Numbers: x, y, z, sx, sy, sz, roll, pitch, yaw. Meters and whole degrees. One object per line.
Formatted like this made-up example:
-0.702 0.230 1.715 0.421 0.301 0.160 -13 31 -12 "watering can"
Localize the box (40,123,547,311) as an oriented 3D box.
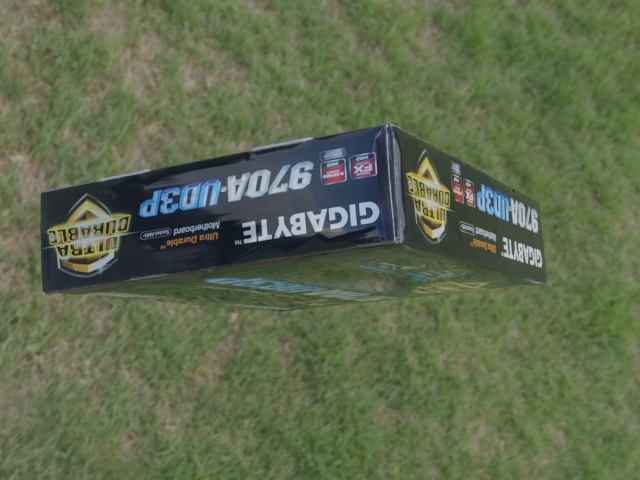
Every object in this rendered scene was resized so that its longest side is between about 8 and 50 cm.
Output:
0.000 0.000 0.522 0.220 0.175 0.051 13 71 -63 "box"
